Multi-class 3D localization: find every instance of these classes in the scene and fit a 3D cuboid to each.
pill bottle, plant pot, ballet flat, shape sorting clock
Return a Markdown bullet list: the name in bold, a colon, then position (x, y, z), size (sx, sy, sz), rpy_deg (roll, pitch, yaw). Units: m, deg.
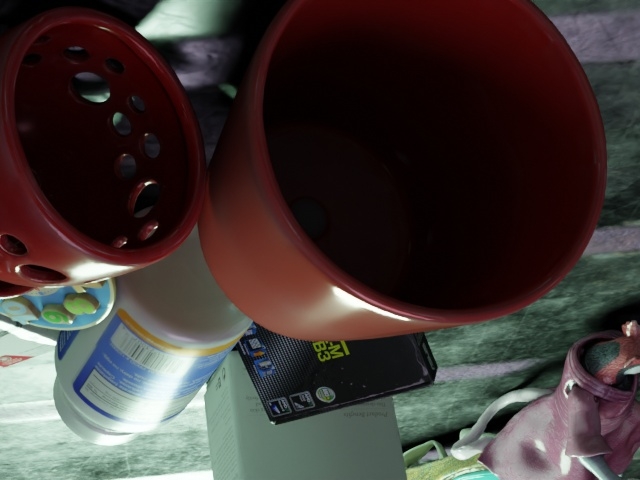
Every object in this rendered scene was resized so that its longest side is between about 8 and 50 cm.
- **pill bottle**: position (-0.173, 0.095, 1.288), size (0.152, 0.152, 0.272), rpy_deg (6, 146, -26)
- **plant pot**: position (-0.206, -0.055, 0.958), size (0.174, 0.191, 0.191), rpy_deg (-18, 154, 39)
- **ballet flat**: position (0.209, 0.353, 2.019), size (0.348, 0.123, 0.123), rpy_deg (-26, 149, 29)
- **shape sorting clock**: position (-0.274, 0.013, 1.141), size (0.206, 0.040, 0.206), rpy_deg (18, 146, 13)
- **plant pot**: position (0.033, -0.043, 0.981), size (0.275, 0.275, 0.243), rpy_deg (4, 163, -23)

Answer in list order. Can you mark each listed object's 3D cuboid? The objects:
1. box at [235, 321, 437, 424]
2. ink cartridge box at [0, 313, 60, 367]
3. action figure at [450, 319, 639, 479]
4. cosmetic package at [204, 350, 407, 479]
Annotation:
- **box**: position (0.001, 0.080, 1.324), size (0.184, 0.191, 0.045), rpy_deg (-15, -161, 21)
- **ink cartridge box**: position (-0.340, 0.080, 1.353), size (0.099, 0.056, 0.135), rpy_deg (-20, 153, 27)
- **action figure**: position (0.358, 0.199, 1.728), size (0.275, 0.248, 0.370), rpy_deg (31, 147, 20)
- **cosmetic package**: position (-0.009, 0.333, 1.592), size (0.217, 0.385, 0.156), rpy_deg (2, 154, -17)
